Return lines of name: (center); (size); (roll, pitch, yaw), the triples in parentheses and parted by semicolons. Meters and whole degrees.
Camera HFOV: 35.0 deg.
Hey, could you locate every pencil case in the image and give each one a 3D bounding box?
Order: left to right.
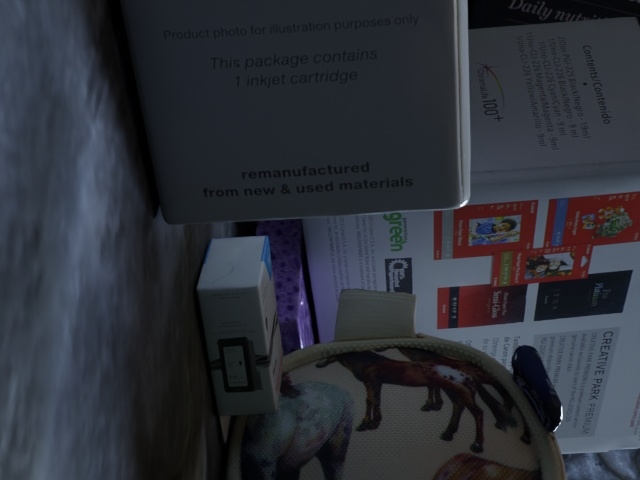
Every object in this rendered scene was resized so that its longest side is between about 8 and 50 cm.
pencil case: (0.059, 0.228, 0.590); (0.183, 0.160, 0.410); (-69, 157, -44)

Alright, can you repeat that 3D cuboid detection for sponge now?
sponge: (-0.020, 0.029, 0.645); (0.210, 0.031, 0.117); (-90, 175, -55)

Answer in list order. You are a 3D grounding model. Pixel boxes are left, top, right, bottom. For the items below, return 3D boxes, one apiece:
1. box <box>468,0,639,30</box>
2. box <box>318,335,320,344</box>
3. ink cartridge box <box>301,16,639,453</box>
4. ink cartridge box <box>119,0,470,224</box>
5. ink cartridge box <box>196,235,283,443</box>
box: (0.391, -0.352, 0.943); (0.297, 0.480, 0.471); (-100, -158, -76)
box: (0.066, 0.108, 1.093); (0.257, 0.123, 0.128); (-73, 158, -78)
ink cartridge box: (0.133, 0.017, 0.672); (0.309, 0.272, 0.130); (83, 4, -50)
ink cartridge box: (-0.011, -0.178, 0.374); (0.207, 0.117, 0.283); (-87, 172, -57)
ink cartridge box: (-0.034, 0.045, 0.461); (0.048, 0.028, 0.083); (-85, 171, -62)
